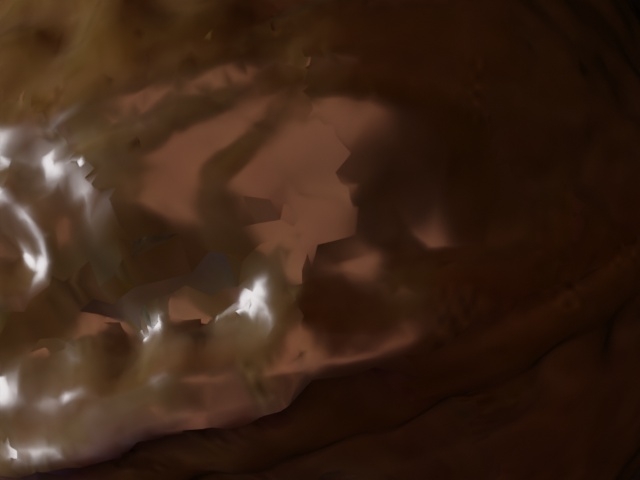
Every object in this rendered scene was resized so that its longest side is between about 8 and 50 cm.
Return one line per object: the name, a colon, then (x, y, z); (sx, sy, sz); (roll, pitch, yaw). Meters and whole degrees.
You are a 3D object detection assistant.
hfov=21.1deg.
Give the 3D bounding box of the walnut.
walnut: (0.002, -0.001, 0.695); (0.344, 0.306, 0.306); (-9, 96, 28)
